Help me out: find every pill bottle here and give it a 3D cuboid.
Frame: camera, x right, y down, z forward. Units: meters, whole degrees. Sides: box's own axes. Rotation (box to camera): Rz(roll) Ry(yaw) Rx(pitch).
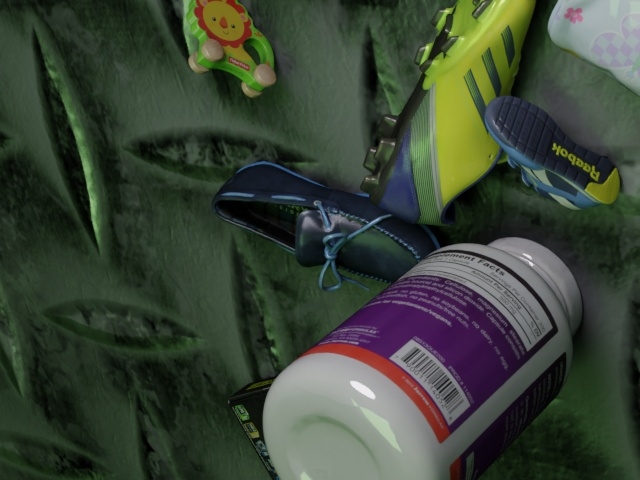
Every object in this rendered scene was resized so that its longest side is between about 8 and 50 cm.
[{"bbox_3d":[0.107,0.120,1.280,0.181,0.323,0.181,21,127,30],"label":"pill bottle"}]

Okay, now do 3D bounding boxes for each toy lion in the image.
[{"bbox_3d":[-0.091,-0.204,1.432,0.100,0.096,0.034,23,144,-27],"label":"toy lion"}]

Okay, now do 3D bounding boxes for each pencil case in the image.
[{"bbox_3d":[0.311,-0.131,1.107,0.273,0.113,0.124,41,148,14],"label":"pencil case"}]

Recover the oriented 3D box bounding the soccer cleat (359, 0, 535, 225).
[{"bbox_3d":[0.137,-0.128,1.294,0.121,0.093,0.289,21,129,-9],"label":"soccer cleat"}]

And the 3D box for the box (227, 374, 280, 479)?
[{"bbox_3d":[-0.004,0.242,1.639,0.184,0.045,0.191,-20,101,54],"label":"box"}]

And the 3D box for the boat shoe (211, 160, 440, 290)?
[{"bbox_3d":[0.000,0.000,1.467,0.258,0.089,0.109,16,125,33],"label":"boat shoe"}]

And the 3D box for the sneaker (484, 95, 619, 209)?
[{"bbox_3d":[0.196,-0.072,1.258,0.144,0.053,0.059,37,153,-15],"label":"sneaker"}]
